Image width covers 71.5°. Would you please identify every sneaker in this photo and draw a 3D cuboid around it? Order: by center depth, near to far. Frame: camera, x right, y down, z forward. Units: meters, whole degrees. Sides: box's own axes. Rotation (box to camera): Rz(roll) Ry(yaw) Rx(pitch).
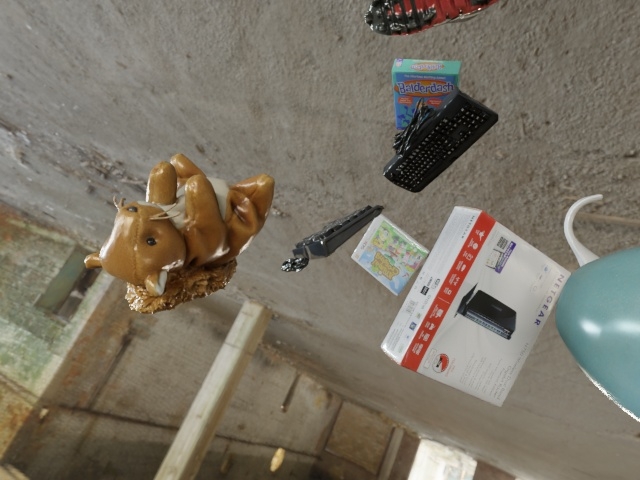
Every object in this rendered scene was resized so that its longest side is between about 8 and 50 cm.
[{"bbox_3d":[0.228,-0.464,0.867,0.276,0.135,0.097,-10,103,21],"label":"sneaker"}]

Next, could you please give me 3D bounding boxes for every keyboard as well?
[{"bbox_3d":[0.000,0.000,0.511,0.023,0.108,0.180,52,168,-4],"label":"keyboard"},{"bbox_3d":[0.149,-0.128,0.628,0.100,0.038,0.192,26,145,-10],"label":"keyboard"}]

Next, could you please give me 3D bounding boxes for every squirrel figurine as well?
[{"bbox_3d":[-0.327,0.025,1.022,0.281,0.370,0.397,21,121,10],"label":"squirrel figurine"}]

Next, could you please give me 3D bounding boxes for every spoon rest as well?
[{"bbox_3d":[0.640,0.032,1.065,0.084,0.276,0.137,-7,-178,21],"label":"spoon rest"}]

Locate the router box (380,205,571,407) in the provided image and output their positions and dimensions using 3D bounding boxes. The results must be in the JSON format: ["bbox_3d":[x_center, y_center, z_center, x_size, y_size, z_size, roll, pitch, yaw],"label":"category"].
[{"bbox_3d":[0.332,0.143,0.933,0.301,0.335,0.082,27,180,-24],"label":"router box"}]

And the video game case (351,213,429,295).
[{"bbox_3d":[0.227,0.047,1.482,0.212,0.193,0.023,40,-150,21],"label":"video game case"}]

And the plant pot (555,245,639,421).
[{"bbox_3d":[0.502,0.128,0.701,0.290,0.290,0.195,39,171,-33],"label":"plant pot"}]

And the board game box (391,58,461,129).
[{"bbox_3d":[0.273,-0.366,1.147,0.160,0.047,0.210,10,154,19],"label":"board game box"}]
